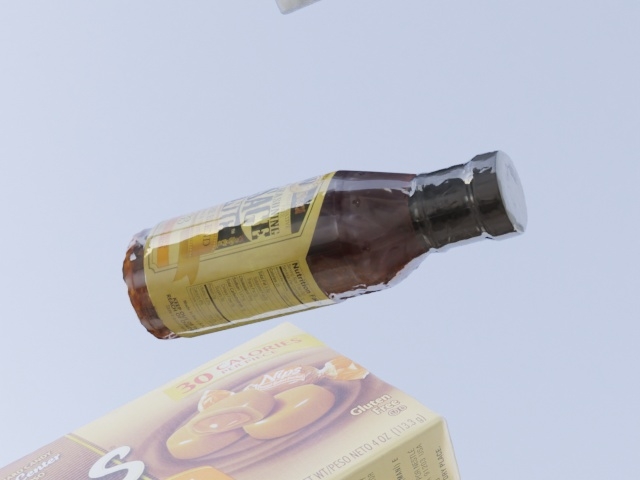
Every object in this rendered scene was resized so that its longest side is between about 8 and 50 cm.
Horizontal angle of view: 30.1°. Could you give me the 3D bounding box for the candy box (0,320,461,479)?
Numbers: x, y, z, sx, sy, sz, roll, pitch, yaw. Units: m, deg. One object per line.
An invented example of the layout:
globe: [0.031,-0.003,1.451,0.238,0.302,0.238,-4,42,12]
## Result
candy box: [-0.097,0.171,0.667,0.183,0.316,0.088,24,-44,57]

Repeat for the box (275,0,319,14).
box: [0.012,-0.282,0.632,0.165,0.143,0.270,-1,-63,61]

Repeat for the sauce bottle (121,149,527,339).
sauce bottle: [0.000,0.000,0.371,0.128,0.042,0.042,-16,-66,22]
